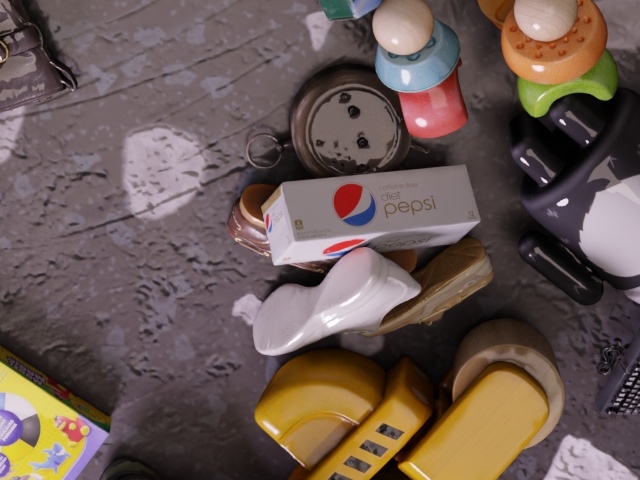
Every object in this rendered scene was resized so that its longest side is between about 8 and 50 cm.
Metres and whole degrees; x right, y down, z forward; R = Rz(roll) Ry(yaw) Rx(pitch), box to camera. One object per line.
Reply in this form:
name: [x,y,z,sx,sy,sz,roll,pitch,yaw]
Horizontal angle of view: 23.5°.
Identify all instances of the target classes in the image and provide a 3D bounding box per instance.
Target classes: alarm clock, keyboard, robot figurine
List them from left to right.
alarm clock: [0.014,-0.115,1.636,0.192,0.064,0.129,-16,106,3]
robot figurine: [0.325,-0.047,1.617,0.278,0.209,0.173,40,60,-13]
keyboard: [0.357,0.141,1.703,0.108,0.023,0.180,8,139,-8]

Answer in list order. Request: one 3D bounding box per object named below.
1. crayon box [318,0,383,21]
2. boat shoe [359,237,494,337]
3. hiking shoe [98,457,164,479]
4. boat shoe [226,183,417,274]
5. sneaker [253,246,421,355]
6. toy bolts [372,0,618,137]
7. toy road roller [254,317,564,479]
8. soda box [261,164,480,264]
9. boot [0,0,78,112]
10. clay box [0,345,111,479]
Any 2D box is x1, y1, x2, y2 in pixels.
crayon box: [0.032,-0.406,1.513,0.203,0.083,0.323,-32,106,-16]
boat shoe: [0.117,0.065,1.693,0.170,0.063,0.059,-30,131,11]
hiking shoe: [-0.145,0.327,1.715,0.227,0.114,0.086,22,103,-10]
boat shoe: [0.000,0.000,1.666,0.207,0.073,0.073,22,141,-8]
sneaker: [0.017,0.081,1.650,0.094,0.080,0.212,23,145,-36]
toy bolts: [0.158,-0.225,1.523,0.228,0.218,0.158,-17,148,11]
toy road roller: [0.080,0.186,1.656,0.240,0.202,0.329,43,100,-3]
soda box: [0.053,-0.028,1.611,0.216,0.074,0.069,-7,73,-23]
boot: [-0.399,-0.217,1.562,0.263,0.091,0.229,-9,114,6]
clay box: [-0.357,0.192,1.693,0.222,0.053,0.127,35,100,-13]
